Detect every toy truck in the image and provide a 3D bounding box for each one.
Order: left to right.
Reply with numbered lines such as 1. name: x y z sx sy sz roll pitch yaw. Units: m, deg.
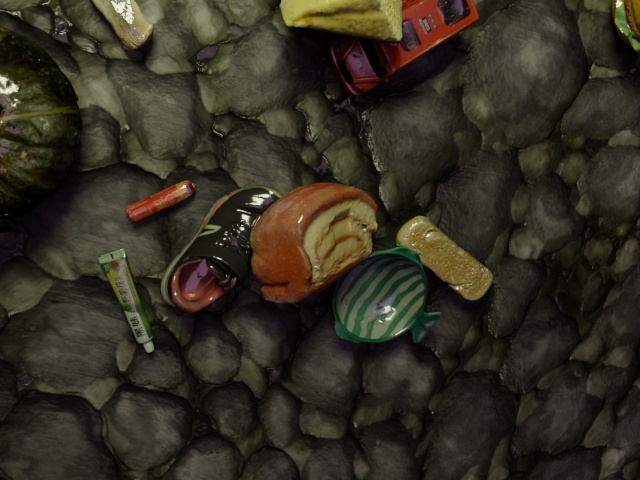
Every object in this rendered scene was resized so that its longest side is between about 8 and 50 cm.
1. toy truck: 0.144 -0.363 0.908 0.253 0.114 0.107 -33 110 -6

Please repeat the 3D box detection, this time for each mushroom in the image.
1. mushroom: -0.341 -0.398 0.812 0.059 0.054 0.202 -37 104 -9

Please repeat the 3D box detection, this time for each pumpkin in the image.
1. pumpkin: -0.520 -0.170 0.742 0.321 0.192 0.320 -3 103 -12

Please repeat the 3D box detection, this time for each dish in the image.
1. dish: 0.122 0.109 1.033 0.246 0.078 0.224 35 97 -23

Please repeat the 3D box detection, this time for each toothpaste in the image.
1. toothpaste: -0.349 0.115 0.942 0.049 0.031 0.204 -19 105 -10

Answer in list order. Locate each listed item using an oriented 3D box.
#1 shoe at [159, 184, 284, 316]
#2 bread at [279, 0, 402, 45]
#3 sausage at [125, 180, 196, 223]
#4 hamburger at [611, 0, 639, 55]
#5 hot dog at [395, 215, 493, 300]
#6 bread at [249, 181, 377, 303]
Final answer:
1. shoe: -0.174 0.017 0.906 0.114 0.137 0.291 42 90 -20
2. bread: 0.032 -0.414 0.837 0.178 0.240 0.135 -10 148 23
3. sausage: -0.280 -0.072 0.912 0.130 0.034 0.034 -25 108 -7
4. hamburger: 0.679 -0.477 0.990 0.246 0.170 0.245 0 107 -2
5. hot dog: 0.251 0.035 1.054 0.243 0.073 0.084 35 95 -19
6. bread: -0.001 -0.012 0.902 0.244 0.123 0.190 -36 126 -38
